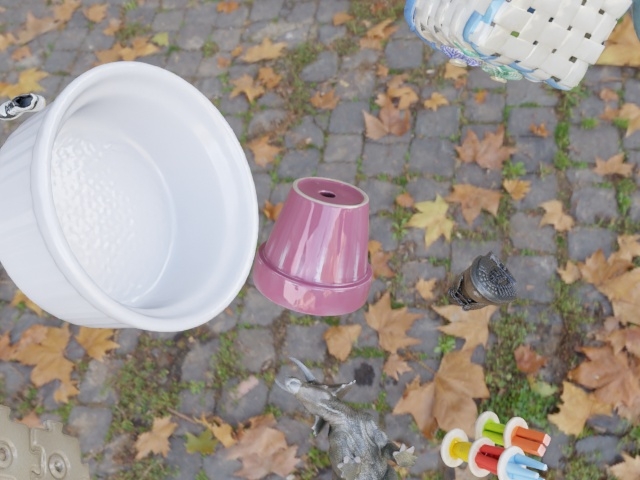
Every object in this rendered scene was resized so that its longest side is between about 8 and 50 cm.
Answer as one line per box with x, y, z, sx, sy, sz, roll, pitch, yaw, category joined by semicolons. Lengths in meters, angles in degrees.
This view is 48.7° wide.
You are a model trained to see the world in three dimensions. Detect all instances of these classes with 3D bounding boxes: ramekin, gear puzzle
-0.208;-0.036;0.753;0.135;0.277;0.277;-13;49;36;ramekin
-0.306;0.268;0.724;0.044;0.339;0.175;-24;58;13;gear puzzle

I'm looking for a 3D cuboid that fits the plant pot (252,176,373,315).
0.000;0.000;1.178;0.201;0.180;0.201;11;23;-5;plant pot

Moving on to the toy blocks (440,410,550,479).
0.254;0.279;0.939;0.123;0.054;0.148;-15;9;-35;toy blocks

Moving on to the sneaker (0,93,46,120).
-0.474;-0.213;1.102;0.083;0.037;0.032;-16;82;9;sneaker

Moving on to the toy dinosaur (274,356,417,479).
0.054;0.304;0.938;0.121;0.313;0.160;-22;17;-11;toy dinosaur

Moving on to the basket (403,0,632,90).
0.212;-0.324;0.890;0.255;0.201;0.289;12;35;-31;basket

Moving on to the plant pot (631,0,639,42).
0.403;-0.104;0.343;0.341;0.341;0.334;-24;62;-3;plant pot

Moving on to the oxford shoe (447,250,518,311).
0.239;0.076;1.063;0.096;0.227;0.083;-39;79;14;oxford shoe
